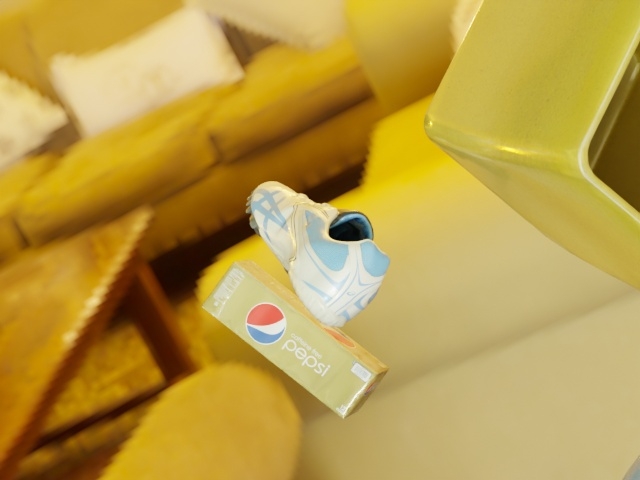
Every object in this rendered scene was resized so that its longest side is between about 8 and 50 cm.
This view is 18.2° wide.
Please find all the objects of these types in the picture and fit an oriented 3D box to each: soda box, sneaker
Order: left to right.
[{"bbox_3d":[-0.024,0.095,1.959,0.058,0.181,0.061,-53,-10,10],"label":"soda box"},{"bbox_3d":[0.000,0.000,1.697,0.086,0.085,0.237,-39,27,0],"label":"sneaker"}]

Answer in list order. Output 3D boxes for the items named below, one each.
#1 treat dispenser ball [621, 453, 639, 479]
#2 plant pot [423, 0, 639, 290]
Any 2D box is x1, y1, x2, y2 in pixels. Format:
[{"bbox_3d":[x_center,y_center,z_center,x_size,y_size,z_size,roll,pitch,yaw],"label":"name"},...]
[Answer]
[{"bbox_3d":[0.288,0.209,1.095,0.288,0.288,0.288,-26,15,7],"label":"treat dispenser ball"},{"bbox_3d":[0.192,-0.085,1.191,0.187,0.212,0.212,8,66,53],"label":"plant pot"}]
